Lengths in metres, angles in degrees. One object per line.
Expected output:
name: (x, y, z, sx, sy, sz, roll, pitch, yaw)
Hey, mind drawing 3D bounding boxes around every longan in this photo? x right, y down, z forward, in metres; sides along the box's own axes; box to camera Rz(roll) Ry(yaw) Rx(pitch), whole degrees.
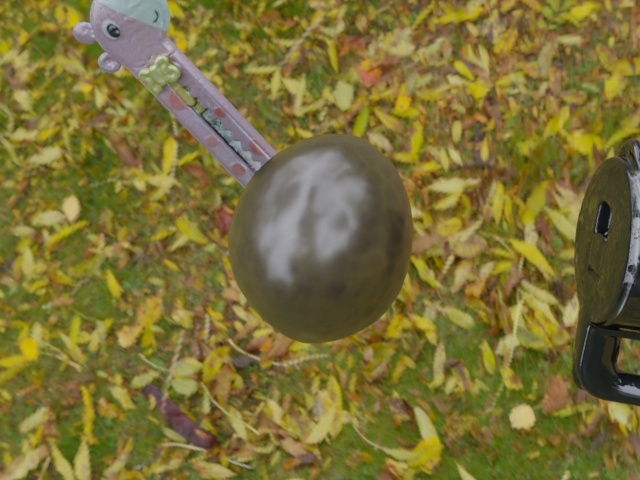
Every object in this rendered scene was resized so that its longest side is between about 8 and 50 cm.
longan: (0.000, 0.000, 0.979, 0.198, 0.212, 0.198, 3, 39, -3)

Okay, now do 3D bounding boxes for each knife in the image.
knife: (-0.141, -0.156, 1.234, 0.132, 0.398, 0.038, -30, 28, 28)

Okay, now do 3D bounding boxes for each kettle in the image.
kettle: (0.428, 0.037, 1.019, 0.308, 0.262, 0.203, 5, 47, -3)
